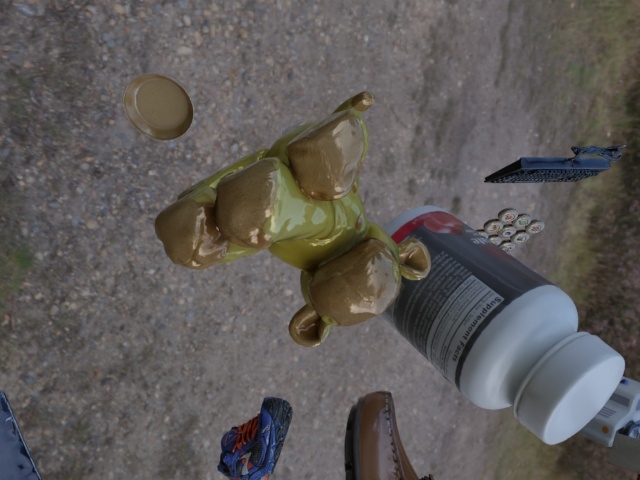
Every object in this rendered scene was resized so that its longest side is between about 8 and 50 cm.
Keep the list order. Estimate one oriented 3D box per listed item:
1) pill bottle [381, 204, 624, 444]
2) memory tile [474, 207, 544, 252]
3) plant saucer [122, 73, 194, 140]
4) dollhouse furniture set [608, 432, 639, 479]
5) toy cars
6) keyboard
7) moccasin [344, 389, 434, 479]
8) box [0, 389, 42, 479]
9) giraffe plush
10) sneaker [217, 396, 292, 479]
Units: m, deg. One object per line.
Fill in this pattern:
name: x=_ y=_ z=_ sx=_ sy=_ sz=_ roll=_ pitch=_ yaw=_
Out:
pill bottle: x=0.208 y=0.100 z=0.780 sx=0.176 sy=0.318 sz=0.176 roll=-21 pitch=132 yaw=-26
memory tile: x=0.348 y=-0.007 z=1.180 sx=0.113 sy=0.148 sz=0.012 roll=19 pitch=47 yaw=-29
plant saucer: x=-0.188 y=-0.157 z=0.712 sx=0.015 sy=0.084 sz=0.083 roll=-85 pitch=164 yaw=-55
dollhouse furniture set: x=0.415 y=0.408 z=0.813 sx=0.262 sy=0.135 sz=0.259 roll=47 pitch=62 yaw=-42
toy cars: x=0.557 y=0.246 z=0.909 sx=0.176 sy=0.394 sz=0.087 roll=-65 pitch=158 yaw=-77
keyboard: x=0.531 y=-0.160 z=1.331 sx=0.317 sy=0.201 sz=0.033 roll=-5 pitch=75 yaw=-33
moccasin: x=0.123 y=0.330 z=0.589 sx=0.147 sy=0.379 sz=0.139 roll=-20 pitch=157 yaw=2
box: x=-0.376 y=0.364 z=0.666 sx=0.183 sy=0.294 sz=0.296 roll=-23 pitch=165 yaw=-34
giraffe plush: x=0.000 y=0.000 z=0.484 sx=0.170 sy=0.182 sz=0.210 roll=61 pitch=26 yaw=-14
sneaker: x=-0.102 y=0.299 z=0.881 sx=0.083 sy=0.087 sz=0.221 roll=-71 pitch=-179 yaw=-52
